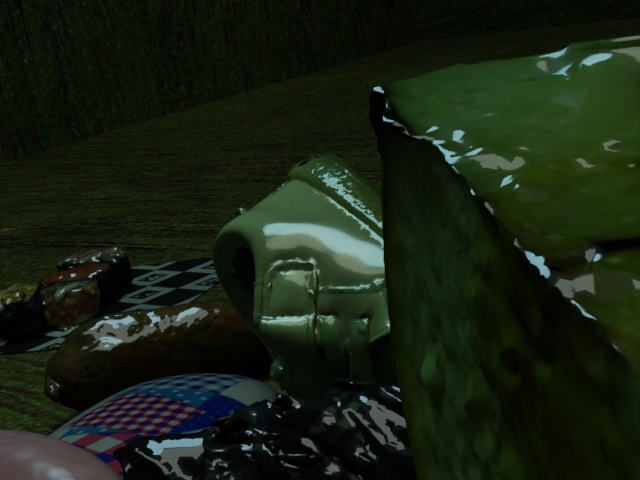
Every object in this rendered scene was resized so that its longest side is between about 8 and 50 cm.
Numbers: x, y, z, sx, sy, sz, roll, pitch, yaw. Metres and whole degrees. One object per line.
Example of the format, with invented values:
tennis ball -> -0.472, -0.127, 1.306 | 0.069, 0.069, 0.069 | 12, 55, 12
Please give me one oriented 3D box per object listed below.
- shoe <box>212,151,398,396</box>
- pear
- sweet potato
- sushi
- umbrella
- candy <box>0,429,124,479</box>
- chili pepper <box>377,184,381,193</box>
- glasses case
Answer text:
shoe -> 0.027, 0.055, 0.799 | 0.128, 0.140, 0.262 | -33, 47, -3
pear -> 0.203, 0.070, 0.383 | 0.318, 0.238, 0.342 | -12, 29, -11
sweet potato -> -0.078, 0.079, 1.013 | 0.273, 0.075, 0.075 | -10, 12, -12
sushi -> -0.236, 0.042, 1.347 | 0.264, 0.050, 0.290 | -7, 13, 21
umbrella -> 0.075, 0.110, 0.582 | 0.336, 0.128, 0.154 | -8, 2, -2
candy -> -0.159, 0.172, 0.467 | 0.255, 0.094, 0.255 | -16, 31, 10
chili pepper -> 0.133, -0.051, 1.371 | 0.073, 0.072, 0.204 | 13, 23, 42
glasses case -> -0.118, 0.149, 0.711 | 0.125, 0.076, 0.327 | -4, 15, 21
